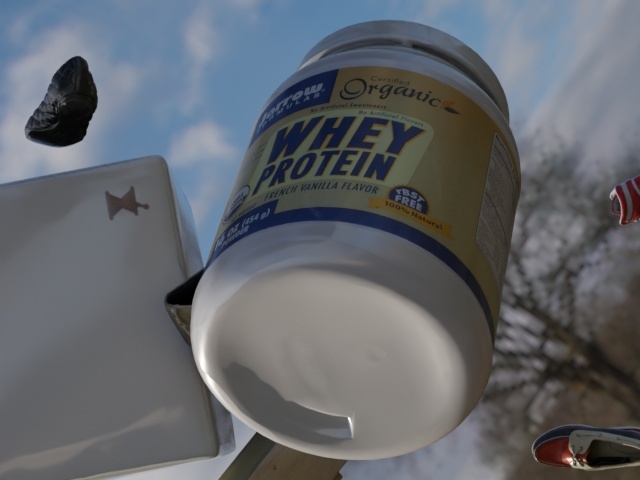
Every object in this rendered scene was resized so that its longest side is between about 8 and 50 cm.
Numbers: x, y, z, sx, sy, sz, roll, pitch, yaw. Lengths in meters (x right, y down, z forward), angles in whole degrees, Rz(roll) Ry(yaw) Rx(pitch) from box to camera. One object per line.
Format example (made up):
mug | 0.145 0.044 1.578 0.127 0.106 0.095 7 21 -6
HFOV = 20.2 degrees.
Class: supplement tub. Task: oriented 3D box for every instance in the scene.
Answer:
supplement tub | 0.038 -0.009 1.425 0.316 0.228 0.228 -75 7 -48

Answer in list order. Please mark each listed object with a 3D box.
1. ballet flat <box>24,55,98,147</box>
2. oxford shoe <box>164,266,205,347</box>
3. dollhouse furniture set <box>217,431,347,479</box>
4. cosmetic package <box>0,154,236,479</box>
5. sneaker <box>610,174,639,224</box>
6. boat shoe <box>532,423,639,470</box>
ballet flat | -0.254 -0.131 1.787 0.173 0.057 0.049 145 132 -62
oxford shoe | 0.000 0.000 1.796 0.348 0.130 0.123 -41 33 2
dollhouse furniture set | 0.092 0.327 1.872 0.256 0.394 0.362 -50 6 -31
cosmetic package | -0.288 0.114 2.042 0.327 0.330 0.394 -10 -7 -1
sneaker | 0.338 -0.028 1.850 0.067 0.042 0.118 -23 -44 10
boat shoe | 0.298 0.230 1.973 0.043 0.137 0.049 -58 -39 -65
